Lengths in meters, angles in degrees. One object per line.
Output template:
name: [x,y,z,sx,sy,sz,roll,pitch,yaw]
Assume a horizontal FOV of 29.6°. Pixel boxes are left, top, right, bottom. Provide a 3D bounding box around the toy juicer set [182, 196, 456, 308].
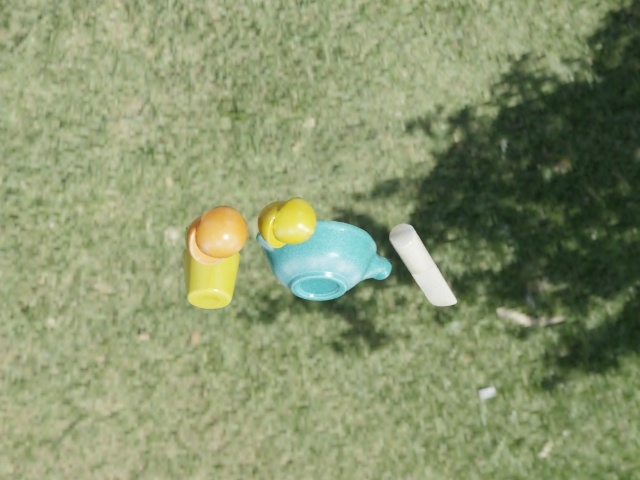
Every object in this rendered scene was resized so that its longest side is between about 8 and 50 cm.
toy juicer set: [0.000,0.000,1.377,0.328,0.090,0.209,1,152,0]
